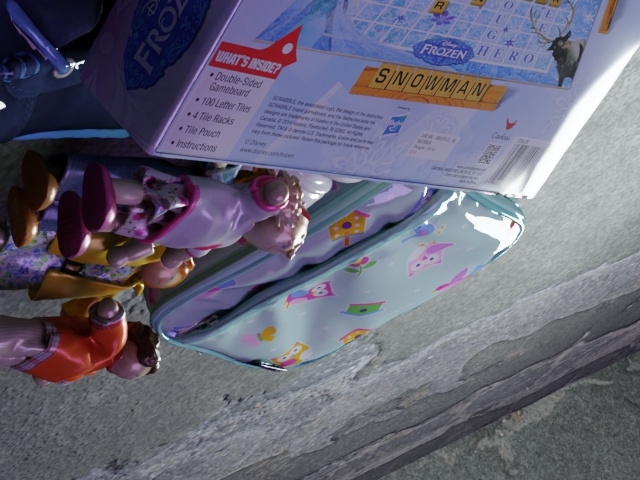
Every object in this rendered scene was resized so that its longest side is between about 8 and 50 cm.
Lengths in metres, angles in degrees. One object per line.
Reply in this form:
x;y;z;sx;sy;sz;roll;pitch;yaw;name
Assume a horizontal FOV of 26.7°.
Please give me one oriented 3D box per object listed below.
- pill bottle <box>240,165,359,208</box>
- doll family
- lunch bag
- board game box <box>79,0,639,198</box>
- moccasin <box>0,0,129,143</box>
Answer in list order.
0.027;-0.112;0.850;0.208;0.119;0.119;-39;160;19;pill bottle
-0.109;-0.007;0.781;0.163;0.118;0.263;3;151;-39;doll family
0.000;0.000;1.035;0.279;0.108;0.224;-31;154;21;lunch bag
0.088;-0.170;0.627;0.318;0.066;0.318;4;126;-52;board game box
-0.154;-0.114;0.594;0.117;0.138;0.342;-46;171;25;moccasin
